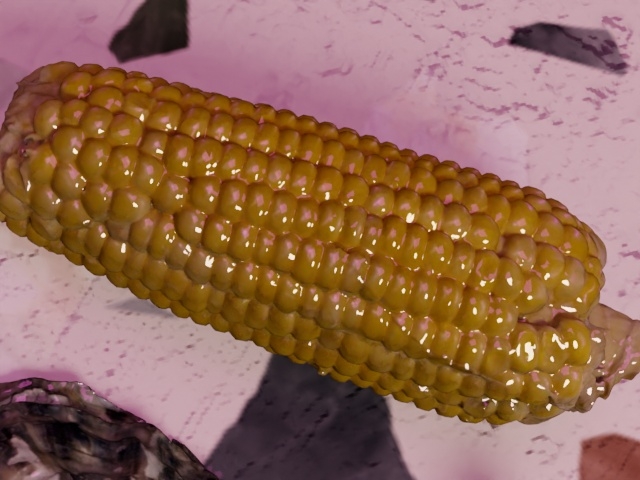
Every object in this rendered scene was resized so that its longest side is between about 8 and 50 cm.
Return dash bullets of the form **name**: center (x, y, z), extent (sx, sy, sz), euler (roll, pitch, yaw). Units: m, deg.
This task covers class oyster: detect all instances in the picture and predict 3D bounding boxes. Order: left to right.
- **oyster**: center (-0.096, 0.171, 0.825), extent (0.199, 0.087, 0.252), euler (-2, 52, -14)

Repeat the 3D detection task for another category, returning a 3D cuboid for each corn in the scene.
- **corn**: center (0.000, 0.000, 0.894), extent (0.347, 0.130, 0.130), euler (20, 61, 1)
